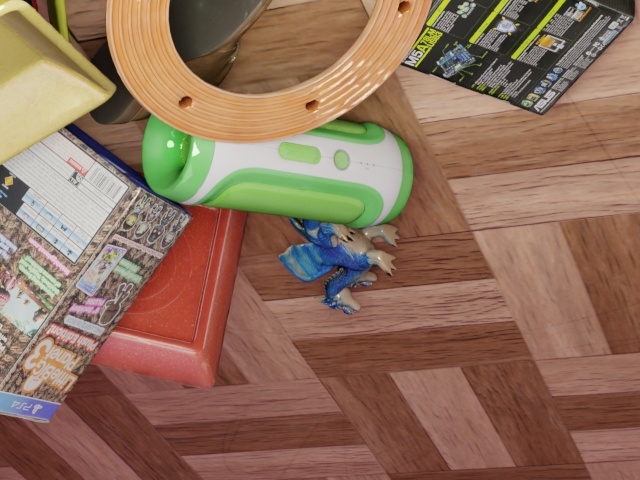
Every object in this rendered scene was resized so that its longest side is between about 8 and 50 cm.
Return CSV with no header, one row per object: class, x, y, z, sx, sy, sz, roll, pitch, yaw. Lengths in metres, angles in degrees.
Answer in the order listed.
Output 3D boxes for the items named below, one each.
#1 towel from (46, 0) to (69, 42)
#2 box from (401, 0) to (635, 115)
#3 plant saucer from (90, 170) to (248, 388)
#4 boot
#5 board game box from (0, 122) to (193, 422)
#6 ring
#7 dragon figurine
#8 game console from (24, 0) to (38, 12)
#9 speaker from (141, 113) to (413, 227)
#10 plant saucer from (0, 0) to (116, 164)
towel,-0.270,-0.241,1.581,0.021,0.102,0.237,-13,148,-12
box,0.197,-0.220,1.565,0.184,0.045,0.191,19,146,-13
plant saucer,-0.227,0.026,1.820,0.259,0.259,0.048,13,156,-8
boot,-0.125,-0.224,1.605,0.115,0.112,0.305,-3,156,-45
board game box,-0.329,0.014,1.682,0.232,0.291,0.141,37,-178,24
ring,-0.046,-0.239,1.470,0.336,0.032,0.337,-14,133,-16
dragon figurine,0.000,0.000,1.895,0.144,0.085,0.289,-20,139,34
game console,-0.444,-0.256,1.301,0.386,0.060,0.342,7,167,-5
speaker,-0.043,-0.086,1.673,0.296,0.131,0.131,7,152,-36
plant saucer,-0.379,-0.119,1.378,0.332,0.081,0.333,-30,170,2
